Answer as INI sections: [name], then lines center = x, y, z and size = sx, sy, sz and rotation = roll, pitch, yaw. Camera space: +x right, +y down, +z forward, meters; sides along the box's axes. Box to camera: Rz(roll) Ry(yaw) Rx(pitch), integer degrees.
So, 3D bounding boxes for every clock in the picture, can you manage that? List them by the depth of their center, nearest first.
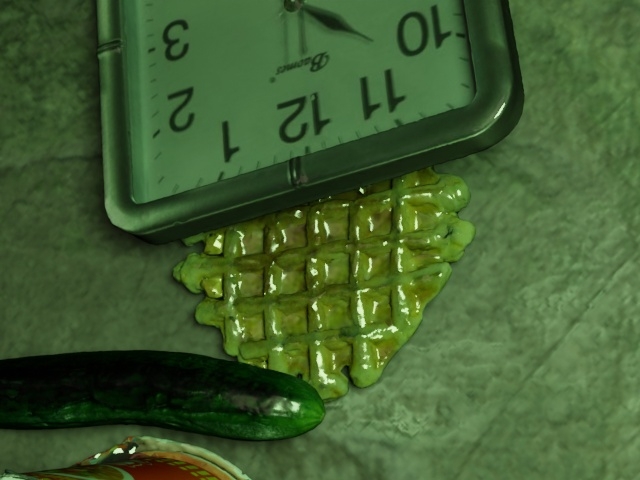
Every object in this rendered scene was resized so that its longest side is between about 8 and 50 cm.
[clock]
center = -0.016, -0.152, 0.899
size = 0.273, 0.049, 0.278
rotation = -15, 67, 23

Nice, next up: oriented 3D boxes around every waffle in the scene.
[waffle]
center = 0.000, 0.000, 0.894
size = 0.169, 0.036, 0.183
rotation = 37, 90, 22

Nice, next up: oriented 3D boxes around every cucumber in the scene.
[cucumber]
center = -0.128, 0.095, 0.897
size = 0.284, 0.056, 0.056
rotation = 1, 78, 22

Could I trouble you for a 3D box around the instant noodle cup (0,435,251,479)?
[instant noodle cup]
center = -0.133, 0.197, 0.797
size = 0.193, 0.212, 0.193
rotation = -4, 77, 16
